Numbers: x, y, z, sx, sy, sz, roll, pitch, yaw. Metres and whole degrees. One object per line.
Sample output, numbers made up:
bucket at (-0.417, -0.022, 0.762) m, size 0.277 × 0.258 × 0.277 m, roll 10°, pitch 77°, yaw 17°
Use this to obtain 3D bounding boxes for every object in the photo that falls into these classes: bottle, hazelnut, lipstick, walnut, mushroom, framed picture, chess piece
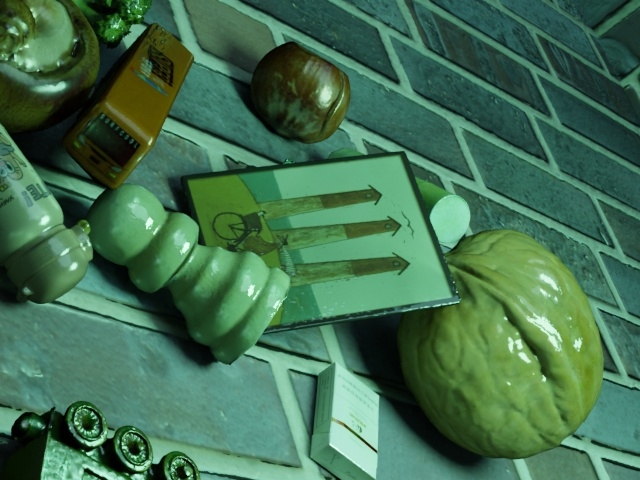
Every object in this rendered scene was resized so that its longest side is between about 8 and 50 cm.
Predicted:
bottle at (-0.326, -0.033, 1.564) m, size 0.110 × 0.097 × 0.209 m, roll -36°, pitch 88°, yaw -30°
hazelnut at (-0.033, -0.220, 2.224) m, size 0.154 × 0.143 × 0.143 m, roll 31°, pitch 33°, yaw -20°
lipstick at (0.102, -0.069, 2.128) m, size 0.076 × 0.076 × 0.304 m, roll 32°, pitch -2°, yaw -33°
walnut at (0.245, 0.143, 2.035) m, size 0.313 × 0.277 × 0.252 m, roll 55°, pitch 4°, yaw -19°
mushroom at (-0.375, -0.234, 1.677) m, size 0.253 × 0.153 × 0.253 m, roll 34°, pitch 34°, yaw -27°
framed picture at (0.000, 0.000, 1.920) m, size 0.323 × 0.013 × 0.244 m, roll -8°, pitch 62°, yaw -20°
chess piece at (-0.168, 0.027, 1.729) m, size 0.243 × 0.133 × 0.133 m, roll 36°, pitch 30°, yaw -13°

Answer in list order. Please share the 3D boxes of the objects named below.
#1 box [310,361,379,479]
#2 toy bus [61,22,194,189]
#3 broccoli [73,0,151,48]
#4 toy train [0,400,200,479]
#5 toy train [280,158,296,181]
box at (0.033, 0.234, 1.860) m, size 0.084 × 0.040 × 0.154 m, roll 42°, pitch 29°, yaw -24°
toy bus at (-0.234, -0.173, 1.825) m, size 0.093 × 0.092 × 0.409 m, roll 40°, pitch 18°, yaw -13°
broccoli at (-0.316, -0.420, 1.911) m, size 0.283 × 0.304 × 0.321 m, roll -11°, pitch 59°, yaw -26°
toy train at (-0.208, 0.251, 1.425) m, size 0.225 × 0.090 × 0.137 m, roll 34°, pitch 39°, yaw -30°
toy train at (-0.010, -0.020, 2.047) m, size 0.248 × 0.101 × 0.159 m, roll 6°, pitch 61°, yaw -55°
